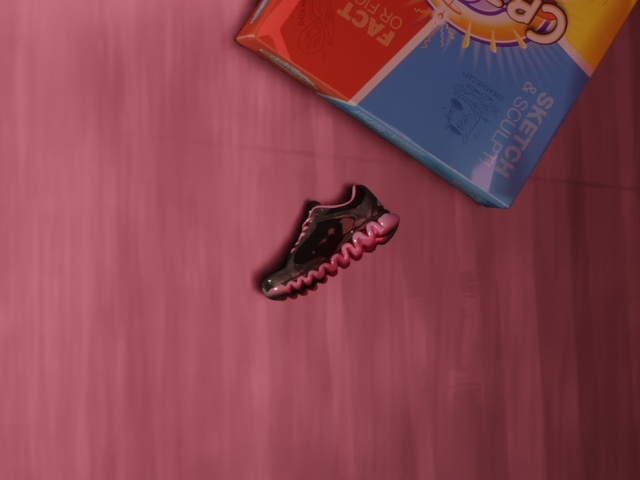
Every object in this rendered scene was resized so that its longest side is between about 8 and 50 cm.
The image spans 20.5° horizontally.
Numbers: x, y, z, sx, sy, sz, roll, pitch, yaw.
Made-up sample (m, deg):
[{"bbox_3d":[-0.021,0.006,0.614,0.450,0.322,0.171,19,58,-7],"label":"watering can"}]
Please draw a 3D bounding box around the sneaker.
[{"bbox_3d":[0.000,0.000,1.347,0.119,0.047,0.057,-33,81,-11],"label":"sneaker"}]

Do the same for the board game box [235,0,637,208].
[{"bbox_3d":[0.122,-0.219,1.344,0.242,0.064,0.316,32,86,-13],"label":"board game box"}]
